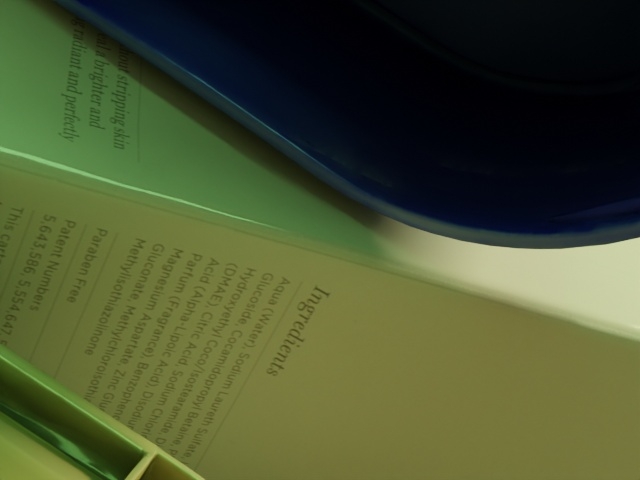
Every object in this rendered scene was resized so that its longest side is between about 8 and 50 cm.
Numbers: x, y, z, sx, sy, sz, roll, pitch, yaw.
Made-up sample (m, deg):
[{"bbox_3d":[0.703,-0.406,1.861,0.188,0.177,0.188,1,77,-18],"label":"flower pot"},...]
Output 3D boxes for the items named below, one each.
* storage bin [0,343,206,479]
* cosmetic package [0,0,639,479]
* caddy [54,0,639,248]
[{"bbox_3d":[-0.159,0.116,0.252,0.262,0.123,0.260,32,33,4],"label":"storage bin"},{"bbox_3d":[0.000,0.000,0.501,0.385,0.156,0.217,18,35,-20],"label":"cosmetic package"},{"bbox_3d":[0.025,-0.150,0.362,0.341,0.241,0.179,34,29,4],"label":"caddy"}]
